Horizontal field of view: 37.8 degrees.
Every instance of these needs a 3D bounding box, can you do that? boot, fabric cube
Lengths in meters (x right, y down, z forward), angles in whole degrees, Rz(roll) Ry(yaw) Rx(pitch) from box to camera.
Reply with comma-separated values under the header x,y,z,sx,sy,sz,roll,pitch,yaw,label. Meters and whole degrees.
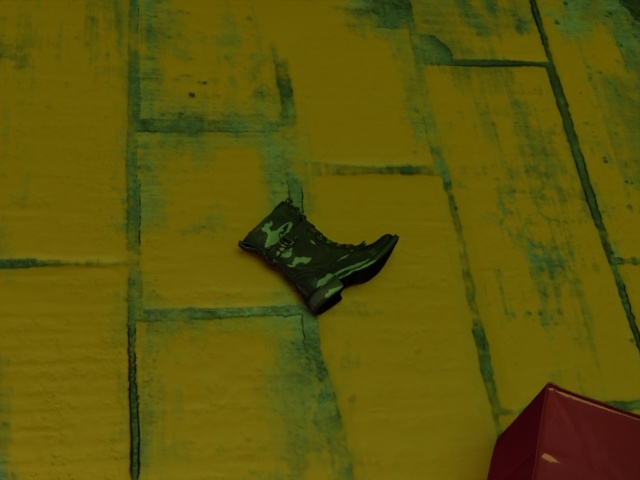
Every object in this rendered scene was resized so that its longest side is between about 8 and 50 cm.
x,y,z,sx,sy,sz,roll,pitch,yaw,label
0.000,0.000,1.836,0.263,0.091,0.229,-34,71,-26,boot
0.427,0.428,1.550,0.254,0.258,0.259,19,56,2,fabric cube
